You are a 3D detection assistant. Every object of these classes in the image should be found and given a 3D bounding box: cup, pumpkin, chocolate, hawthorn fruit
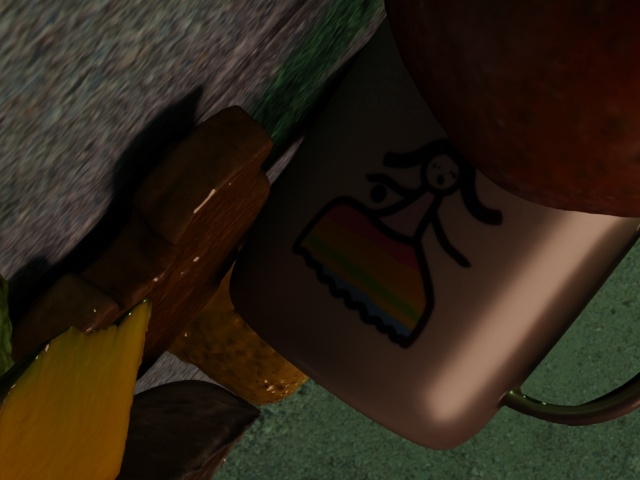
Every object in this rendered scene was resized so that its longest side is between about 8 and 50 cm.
[{"bbox_3d":[0.090,0.016,1.013,0.200,0.253,0.191,-56,167,4],"label":"cup"},{"bbox_3d":[-0.153,0.113,0.651,0.131,0.126,0.248,-25,137,-62],"label":"pumpkin"},{"bbox_3d":[-0.128,0.146,0.944,0.157,0.080,0.254,-53,174,19],"label":"chocolate"},{"bbox_3d":[0.139,-0.140,0.827,0.263,0.235,0.231,70,30,-43],"label":"hawthorn fruit"}]

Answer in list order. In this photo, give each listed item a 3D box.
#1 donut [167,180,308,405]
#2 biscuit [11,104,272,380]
[{"bbox_3d":[0.002,-0.002,1.222,0.277,0.108,0.277,-50,175,-6],"label":"donut"},{"bbox_3d":[-0.094,0.023,0.891,0.186,0.044,0.295,-46,175,-11],"label":"biscuit"}]
